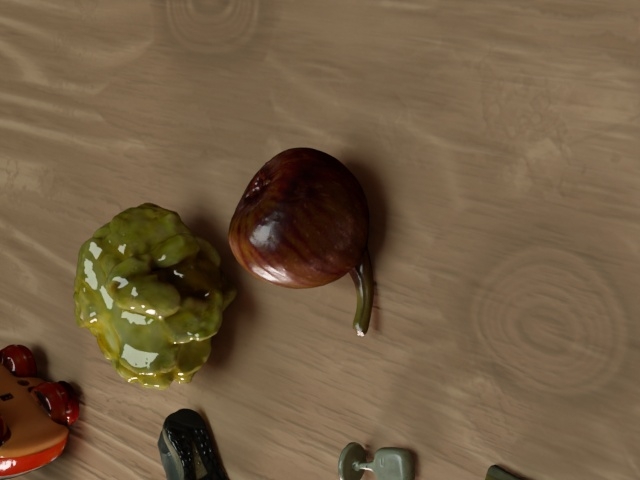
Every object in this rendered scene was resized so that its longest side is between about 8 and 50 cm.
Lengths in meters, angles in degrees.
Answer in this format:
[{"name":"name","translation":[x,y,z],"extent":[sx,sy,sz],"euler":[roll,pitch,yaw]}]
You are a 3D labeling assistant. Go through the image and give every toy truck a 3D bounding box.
[{"name":"toy truck","translation":[-0.519,0.309,2.176],"extent":[0.265,0.189,0.239],"euler":[34,126,39]}]

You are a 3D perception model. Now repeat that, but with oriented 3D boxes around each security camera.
[{"name":"security camera","translation":[0.073,0.273,1.642],"extent":[0.092,0.058,0.058],"euler":[4,94,34]}]

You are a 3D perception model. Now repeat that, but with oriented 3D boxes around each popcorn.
[{"name":"popcorn","translation":[-0.230,0.075,1.858],"extent":[0.255,0.195,0.256],"euler":[-12,82,56]}]

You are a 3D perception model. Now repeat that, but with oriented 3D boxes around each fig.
[{"name":"fig","translation":[0.000,-0.008,1.653],"extent":[0.175,0.207,0.175],"euler":[-49,21,27]}]

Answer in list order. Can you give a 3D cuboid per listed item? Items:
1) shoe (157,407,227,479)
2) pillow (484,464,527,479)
[{"name":"shoe","translation":[-0.178,0.334,1.894],"extent":[0.077,0.074,0.194],"euler":[-48,55,50]},{"name":"pillow","translation":[0.220,0.363,1.444],"extent":[0.208,0.052,0.212],"euler":[16,80,47]}]
